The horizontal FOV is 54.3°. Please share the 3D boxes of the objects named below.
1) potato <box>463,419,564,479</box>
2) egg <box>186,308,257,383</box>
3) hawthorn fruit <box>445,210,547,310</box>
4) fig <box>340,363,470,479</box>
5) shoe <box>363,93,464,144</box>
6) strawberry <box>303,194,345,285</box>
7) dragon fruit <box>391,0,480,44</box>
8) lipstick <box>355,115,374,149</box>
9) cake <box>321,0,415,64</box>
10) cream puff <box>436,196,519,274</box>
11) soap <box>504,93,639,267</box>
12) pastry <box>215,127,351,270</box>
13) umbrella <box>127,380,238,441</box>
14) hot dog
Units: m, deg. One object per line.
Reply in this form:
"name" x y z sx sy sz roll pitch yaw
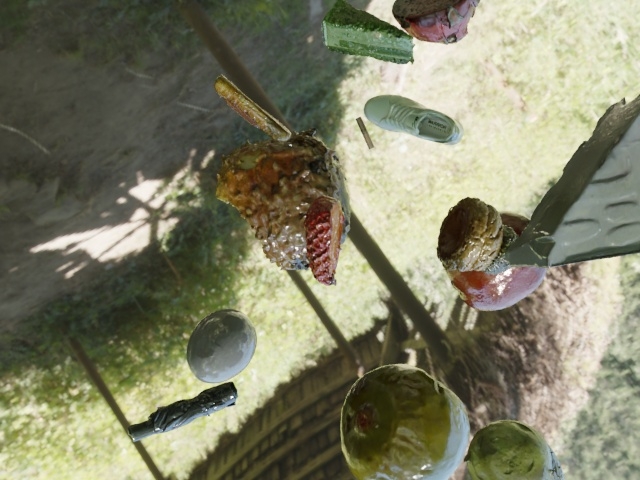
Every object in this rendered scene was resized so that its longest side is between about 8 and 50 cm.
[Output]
"potato" 0.367 0.439 1.171 0.169 0.248 0.143 -7 -144 28
"egg" -0.269 0.286 1.683 0.176 0.176 0.232 -36 -174 34
"hawthorn fruit" 0.487 0.050 1.769 0.295 0.295 0.311 -31 165 -38
"fig" 0.222 0.484 1.592 0.343 0.343 0.343 -33 176 -2
"shoe" 0.229 -0.306 1.564 0.110 0.265 0.095 -31 138 -73
"strawberry" 0.000 0.000 1.294 0.082 0.188 0.121 5 -176 13
"dragon fruit" 0.301 -0.559 1.576 0.219 0.148 0.223 -14 -138 15
"lipstick" 0.123 -0.297 1.729 0.019 0.094 0.019 -25 -171 4
"cake" 0.131 -0.516 1.546 0.100 0.236 0.099 79 30 -61
"cream puff" 0.379 0.005 1.447 0.183 0.169 0.183 -161 -90 -77
"soap" 0.461 -0.103 1.108 0.258 0.302 0.159 -9 -177 -2
"pastry" -0.078 -0.132 1.757 0.337 0.405 0.292 -40 172 1
"umbrella" -0.289 0.361 1.322 0.236 0.059 0.066 -16 130 -22
"hot dog" -0.161 -0.301 1.454 0.047 0.216 0.066 -48 -166 15
